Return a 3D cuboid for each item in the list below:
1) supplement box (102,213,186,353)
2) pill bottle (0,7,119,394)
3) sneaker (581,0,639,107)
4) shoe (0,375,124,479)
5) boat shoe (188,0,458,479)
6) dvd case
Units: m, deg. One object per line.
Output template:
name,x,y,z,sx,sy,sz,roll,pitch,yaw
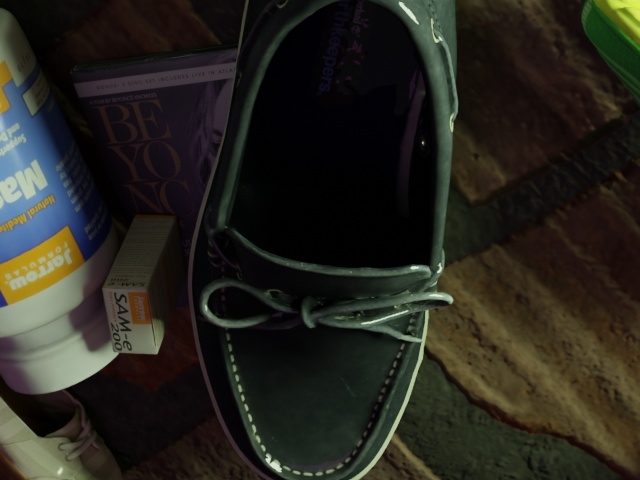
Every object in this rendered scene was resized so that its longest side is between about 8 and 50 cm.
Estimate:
supplement box,-0.133,0.032,1.112,0.036,0.098,0.062,2,124,9
pill bottle,-0.243,-0.023,1.097,0.152,0.152,0.272,-10,120,22
sneaker,0.257,-0.045,0.965,0.123,0.109,0.295,-33,110,27
shoe,-0.250,0.157,1.268,0.219,0.076,0.058,42,129,-12
boat shoe,0.000,0.000,1.027,0.186,0.156,0.500,7,124,-2
dvd case,-0.082,-0.044,1.120,0.164,0.018,0.221,-5,122,19
